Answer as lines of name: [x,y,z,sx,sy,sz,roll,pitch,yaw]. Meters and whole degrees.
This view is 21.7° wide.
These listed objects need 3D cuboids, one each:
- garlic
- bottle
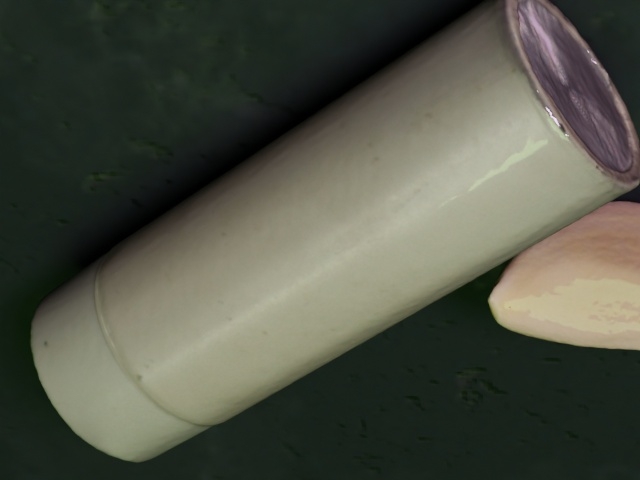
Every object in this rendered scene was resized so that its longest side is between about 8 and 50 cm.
garlic: [0.101,0.013,0.547,0.083,0.053,0.041,11,131,14]
bottle: [0.000,0.000,0.536,0.201,0.072,0.072,-31,119,27]
